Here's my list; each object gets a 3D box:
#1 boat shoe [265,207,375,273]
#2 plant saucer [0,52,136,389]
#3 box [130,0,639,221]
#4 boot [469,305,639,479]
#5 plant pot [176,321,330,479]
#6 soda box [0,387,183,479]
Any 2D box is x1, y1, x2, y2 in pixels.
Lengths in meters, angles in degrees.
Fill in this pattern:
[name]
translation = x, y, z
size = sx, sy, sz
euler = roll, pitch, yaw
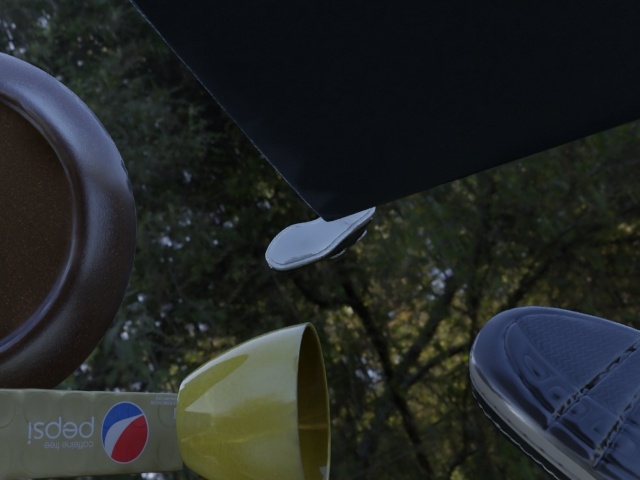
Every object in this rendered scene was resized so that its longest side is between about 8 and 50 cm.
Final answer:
[boat shoe]
translation = 0.000, 0.000, 0.877
size = 0.125, 0.046, 0.038
euler = -37, -28, -33
[plant saucer]
translation = -0.301, -0.010, 0.736
size = 0.310, 0.311, 0.050
euler = -24, -4, -10
[box]
translation = 0.078, -0.256, 0.452
size = 0.293, 0.395, 0.212
euler = -17, -38, 21
[boot]
translation = 0.241, 0.236, 0.649
size = 0.138, 0.377, 0.284
euler = -41, -28, -40
[plant pot]
translation = -0.050, 0.130, 0.697
size = 0.095, 0.134, 0.134
euler = -5, -22, 10
[soda box]
translation = -0.184, 0.140, 0.691
size = 0.058, 0.061, 0.181
euler = -10, -14, 37
